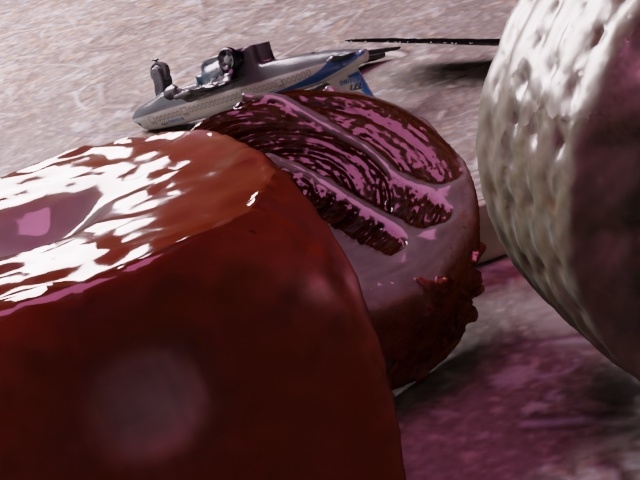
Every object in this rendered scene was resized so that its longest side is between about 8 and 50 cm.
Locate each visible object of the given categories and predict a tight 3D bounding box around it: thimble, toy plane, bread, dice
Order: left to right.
[{"bbox_3d":[-0.080,0.071,0.646,0.175,0.179,0.174,-20,20,-21],"label":"dice"},{"bbox_3d":[-0.050,-0.110,1.224,0.226,0.058,0.226,0,11,37],"label":"toy plane"},{"bbox_3d":[0.000,0.000,0.815,0.160,0.073,0.160,3,45,-3],"label":"bread"},{"bbox_3d":[0.169,-0.045,0.682,0.219,0.219,0.150,-20,23,-9],"label":"thimble"}]

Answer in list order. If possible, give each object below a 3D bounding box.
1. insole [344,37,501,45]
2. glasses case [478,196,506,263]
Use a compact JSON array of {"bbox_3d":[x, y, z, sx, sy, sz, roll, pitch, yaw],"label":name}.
[{"bbox_3d":[0.118,-0.134,1.183,0.232,0.003,0.080,4,10,31],"label":"insole"},{"bbox_3d":[0.061,0.000,0.904,0.083,0.032,0.021,-16,18,3],"label":"glasses case"}]
